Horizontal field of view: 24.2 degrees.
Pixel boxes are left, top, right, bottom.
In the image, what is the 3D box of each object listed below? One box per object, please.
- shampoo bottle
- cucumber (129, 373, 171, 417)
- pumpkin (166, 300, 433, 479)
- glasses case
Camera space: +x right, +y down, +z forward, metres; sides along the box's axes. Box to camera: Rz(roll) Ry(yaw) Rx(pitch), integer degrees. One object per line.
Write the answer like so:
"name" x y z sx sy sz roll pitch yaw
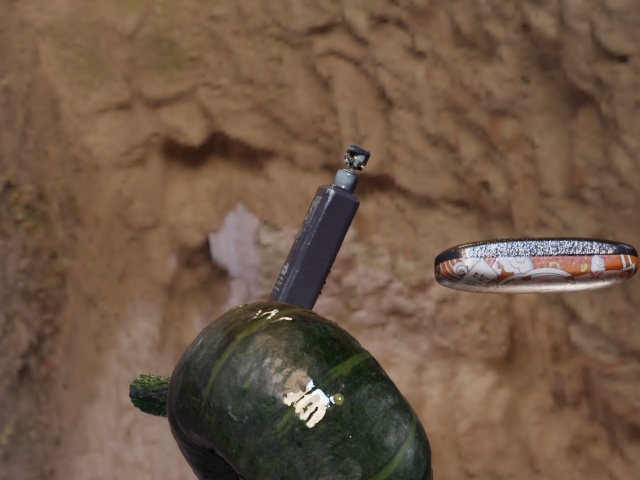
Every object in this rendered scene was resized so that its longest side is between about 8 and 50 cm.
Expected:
"shampoo bottle" 0.000 0.000 2.283 0.098 0.071 0.309 -161 -83 -84
"cucumber" -0.149 0.191 1.819 0.058 0.187 0.058 4 85 -51
"pumpkin" -0.029 0.207 1.513 0.300 0.207 0.300 43 -23 24
"glasses case" 0.281 0.033 1.946 0.103 0.266 0.067 105 -18 -73
